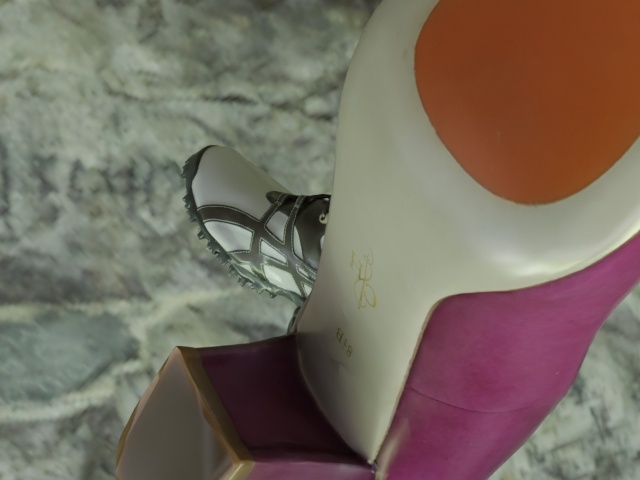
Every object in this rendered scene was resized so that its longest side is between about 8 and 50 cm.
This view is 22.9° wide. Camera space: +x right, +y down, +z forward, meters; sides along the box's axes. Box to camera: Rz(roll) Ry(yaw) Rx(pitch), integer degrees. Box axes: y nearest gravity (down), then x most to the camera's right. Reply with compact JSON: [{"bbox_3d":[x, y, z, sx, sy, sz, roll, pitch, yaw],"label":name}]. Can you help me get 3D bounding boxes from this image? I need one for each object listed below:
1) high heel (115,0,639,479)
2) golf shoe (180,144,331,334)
[{"bbox_3d":[0.081,-0.007,0.578,0.377,0.181,0.127,-44,-120,38],"label":"high heel"},{"bbox_3d":[0.000,0.000,0.856,0.198,0.077,0.094,50,-61,30],"label":"golf shoe"}]
